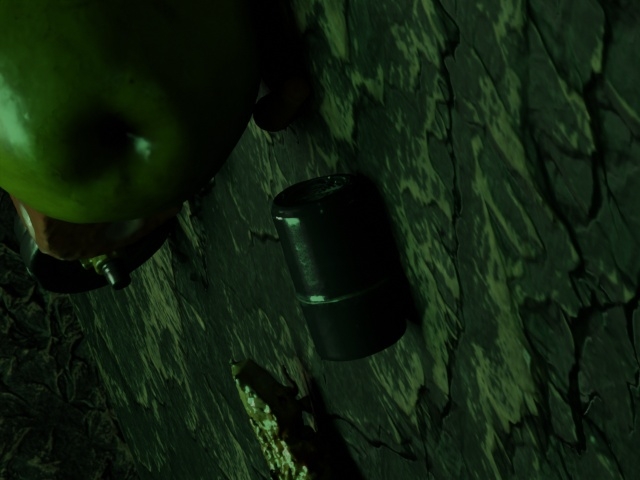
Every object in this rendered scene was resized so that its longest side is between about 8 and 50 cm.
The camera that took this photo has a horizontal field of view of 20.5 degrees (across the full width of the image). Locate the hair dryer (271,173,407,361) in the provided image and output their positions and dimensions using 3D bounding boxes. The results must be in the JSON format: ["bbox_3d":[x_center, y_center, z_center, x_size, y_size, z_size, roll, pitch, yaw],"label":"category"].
[{"bbox_3d":[0.000,0.000,1.337,0.219,0.072,0.124,-127,19,-73],"label":"hair dryer"}]

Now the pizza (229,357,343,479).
[{"bbox_3d":[-0.010,0.216,1.710,0.226,0.069,0.147,67,-172,16],"label":"pizza"}]

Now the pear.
[{"bbox_3d":[-0.173,-0.149,1.344,0.307,0.253,0.253,-123,16,-54],"label":"pear"}]

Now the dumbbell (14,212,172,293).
[{"bbox_3d":[-0.312,-0.098,2.104,0.388,0.185,0.185,60,165,28],"label":"dumbbell"}]

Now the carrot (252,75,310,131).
[{"bbox_3d":[-0.029,-0.102,1.331,0.032,0.032,0.093,67,162,2],"label":"carrot"}]

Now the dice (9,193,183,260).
[{"bbox_3d":[-0.244,-0.097,1.867,0.174,0.175,0.179,62,162,22],"label":"dice"}]
